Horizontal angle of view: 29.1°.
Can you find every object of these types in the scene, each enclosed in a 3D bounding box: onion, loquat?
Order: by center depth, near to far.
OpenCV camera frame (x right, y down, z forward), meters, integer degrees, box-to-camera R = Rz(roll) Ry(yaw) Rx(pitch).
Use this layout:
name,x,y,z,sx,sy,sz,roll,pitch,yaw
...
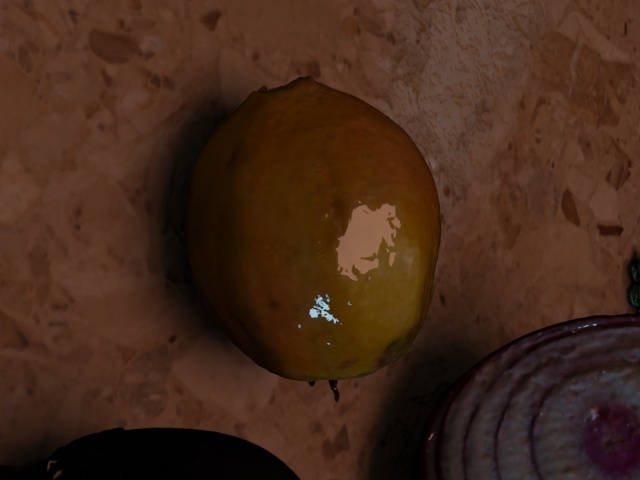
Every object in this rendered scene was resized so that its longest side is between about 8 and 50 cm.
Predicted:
name,x,y,z,sx,sy,sz,roll,pitch,yaw
loquat,0.000,0.000,0.879,0.187,0.176,0.234,-10,96,-31
onion,0.256,0.228,1.051,0.260,0.336,0.282,60,17,-55

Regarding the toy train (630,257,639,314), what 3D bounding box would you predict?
name,x,y,z,sx,sy,sz,roll,pitch,yaw
toy train,0.378,0.085,1.401,0.071,0.038,0.148,13,82,-47

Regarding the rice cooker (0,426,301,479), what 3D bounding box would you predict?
name,x,y,z,sx,sy,sz,roll,pitch,yaw
rice cooker,-0.109,0.236,0.699,0.267,0.267,0.224,-32,107,-44
